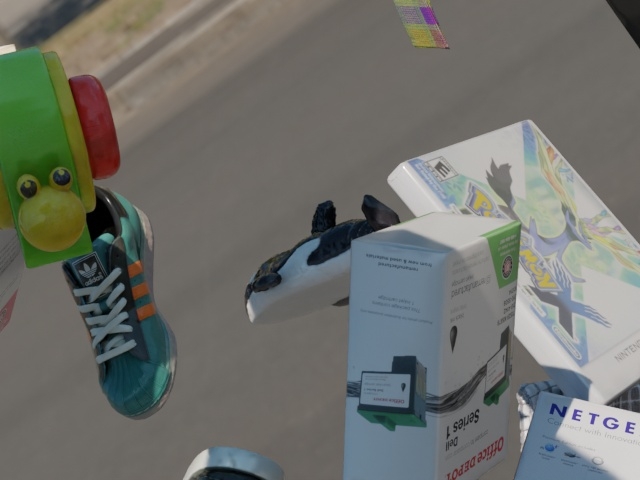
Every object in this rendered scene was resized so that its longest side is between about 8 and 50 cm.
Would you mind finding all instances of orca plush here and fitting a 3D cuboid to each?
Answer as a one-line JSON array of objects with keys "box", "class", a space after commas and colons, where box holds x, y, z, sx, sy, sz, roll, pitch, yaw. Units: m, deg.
[{"box": [0.000, 0.000, 1.729, 0.151, 0.102, 0.287, -2, -20, -21], "class": "orca plush"}]

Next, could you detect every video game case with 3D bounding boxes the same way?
[{"box": [0.259, 0.018, 1.760, 0.300, 0.329, 0.036, -21, -22, -53], "class": "video game case"}]

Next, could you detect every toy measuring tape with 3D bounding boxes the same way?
[{"box": [-0.206, -0.096, 1.078, 0.121, 0.121, 0.330, -36, 35, 4], "class": "toy measuring tape"}]

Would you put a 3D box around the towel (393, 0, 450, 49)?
[{"box": [0.117, -0.258, 1.874, 0.009, 0.083, 0.060, -44, 33, -25], "class": "towel"}]

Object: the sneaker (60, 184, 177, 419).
[{"box": [-0.254, 0.068, 1.915, 0.108, 0.121, 0.302, -25, 57, 17], "class": "sneaker"}]

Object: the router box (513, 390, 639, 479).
[{"box": [0.325, 0.300, 1.449, 0.335, 0.082, 0.301, 12, 41, 12], "class": "router box"}]

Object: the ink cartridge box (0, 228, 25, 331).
[{"box": [-0.396, 0.022, 1.677, 0.207, 0.117, 0.283, -57, -8, -50], "class": "ink cartridge box"}]

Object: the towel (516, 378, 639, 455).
[{"box": [0.374, 0.301, 1.991, 0.235, 0.283, 0.121, -1, -2, -38], "class": "towel"}]

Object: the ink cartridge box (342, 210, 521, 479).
[{"box": [0.095, 0.097, 1.349, 0.093, 0.219, 0.160, 8, 14, 28], "class": "ink cartridge box"}]

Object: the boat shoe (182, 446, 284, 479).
[{"box": [-0.109, 0.286, 1.469, 0.302, 0.114, 0.091, 107, 179, -57], "class": "boat shoe"}]

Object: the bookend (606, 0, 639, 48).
[{"box": [0.386, -0.256, 1.660, 0.156, 0.157, 0.072, -36, 2, -35], "class": "bookend"}]
